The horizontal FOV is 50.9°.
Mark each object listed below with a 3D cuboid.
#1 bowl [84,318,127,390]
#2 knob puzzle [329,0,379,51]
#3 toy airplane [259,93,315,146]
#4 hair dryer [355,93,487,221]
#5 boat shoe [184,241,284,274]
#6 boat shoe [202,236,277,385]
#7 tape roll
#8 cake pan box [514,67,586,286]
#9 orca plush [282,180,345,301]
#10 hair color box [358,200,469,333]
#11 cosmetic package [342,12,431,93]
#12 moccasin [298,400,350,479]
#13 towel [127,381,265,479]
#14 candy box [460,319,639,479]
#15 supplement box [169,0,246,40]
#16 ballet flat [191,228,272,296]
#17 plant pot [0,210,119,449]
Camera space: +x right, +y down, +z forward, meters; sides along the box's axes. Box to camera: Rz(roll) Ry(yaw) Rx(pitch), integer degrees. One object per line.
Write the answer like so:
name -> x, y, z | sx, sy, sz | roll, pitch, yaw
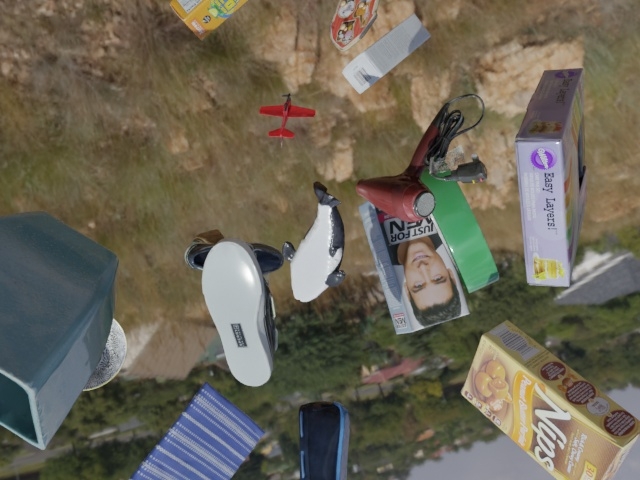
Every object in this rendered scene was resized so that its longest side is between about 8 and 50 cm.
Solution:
bowl -> -0.505, 0.226, 1.428 | 0.170, 0.170, 0.080 | -9, -174, -28
knob puzzle -> 0.086, -0.638, 1.939 | 0.213, 0.213, 0.030 | -34, 141, 32
toy airplane -> -0.093, -0.312, 1.720 | 0.151, 0.151, 0.028 | -21, 159, 0
hair dryer -> 0.192, -0.134, 1.276 | 0.293, 0.223, 0.080 | -24, 131, 31
boat shoe -> -0.204, 0.046, 1.662 | 0.255, 0.095, 0.079 | 9, -173, -24
boat shoe -> -0.100, 0.085, 0.879 | 0.078, 0.070, 0.219 | 2, 120, 13
tape roll -> 0.299, -0.040, 1.519 | 0.077, 0.321, 0.321 | -25, 159, 8
cake pan box -> 0.358, -0.102, 1.023 | 0.070, 0.245, 0.267 | 4, -145, 26
orca plush -> 0.000, 0.000, 1.489 | 0.151, 0.287, 0.102 | 11, -150, 21
hair color box -> 0.255, 0.051, 1.851 | 0.185, 0.374, 0.113 | -15, 175, -19
cosmetic package -> 0.175, -0.496, 1.779 | 0.231, 0.085, 0.117 | -46, -169, -30
moccasin -> -0.013, 0.495, 1.340 | 0.117, 0.342, 0.137 | 3, 156, 12
towel -> -0.269, 0.455, 1.292 | 0.336, 0.040, 0.243 | -51, 139, -16
candy box -> 0.431, 0.323, 1.291 | 0.088, 0.316, 0.183 | -22, 136, -32
supplement box -> -0.188, -0.517, 1.360 | 0.233, 0.080, 0.078 | -38, 150, 8
ballet flat -> -0.225, 0.099, 1.935 | 0.124, 0.342, 0.116 | -41, 177, -40
plant pot -> -0.431, 0.106, 0.991 | 0.252, 0.247, 0.248 | -56, 175, -37
